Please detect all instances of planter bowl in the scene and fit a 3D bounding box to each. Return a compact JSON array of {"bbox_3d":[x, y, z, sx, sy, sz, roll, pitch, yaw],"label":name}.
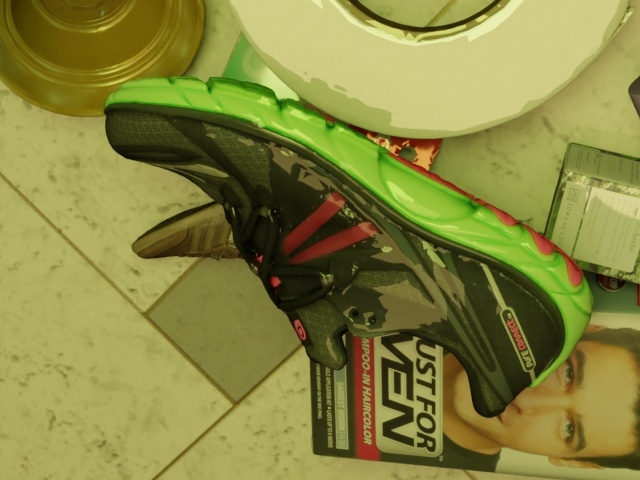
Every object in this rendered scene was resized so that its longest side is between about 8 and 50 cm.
[{"bbox_3d":[-0.229,-0.236,1.117,0.217,0.090,0.217,-11,136,-11],"label":"planter bowl"}]

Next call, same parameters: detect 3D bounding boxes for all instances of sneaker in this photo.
[{"bbox_3d":[0.000,0.000,1.005,0.483,0.185,0.202,29,94,9],"label":"sneaker"},{"bbox_3d":[-0.114,-0.004,1.201,0.188,0.066,0.071,-21,101,21],"label":"sneaker"}]

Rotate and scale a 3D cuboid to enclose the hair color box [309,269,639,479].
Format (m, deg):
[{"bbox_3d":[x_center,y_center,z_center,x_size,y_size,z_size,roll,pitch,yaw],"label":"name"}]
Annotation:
[{"bbox_3d":[0.181,0.129,1.144,0.374,0.113,0.185,3,109,14],"label":"hair color box"}]

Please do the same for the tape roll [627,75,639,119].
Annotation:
[{"bbox_3d":[0.366,-0.131,0.959,0.189,0.189,0.080,-23,103,21],"label":"tape roll"}]

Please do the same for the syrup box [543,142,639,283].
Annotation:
[{"bbox_3d":[0.336,-0.011,1.060,0.237,0.096,0.093,14,114,10],"label":"syrup box"}]

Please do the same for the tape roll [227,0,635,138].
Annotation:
[{"bbox_3d":[0.097,-0.286,1.012,0.392,0.072,0.392,1,105,6],"label":"tape roll"}]

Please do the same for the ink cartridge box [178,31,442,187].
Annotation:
[{"bbox_3d":[-0.004,-0.097,1.120,0.224,0.056,0.181,25,95,8],"label":"ink cartridge box"}]
